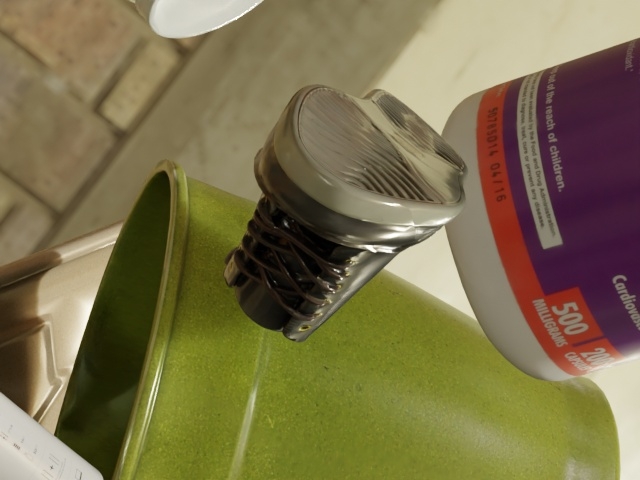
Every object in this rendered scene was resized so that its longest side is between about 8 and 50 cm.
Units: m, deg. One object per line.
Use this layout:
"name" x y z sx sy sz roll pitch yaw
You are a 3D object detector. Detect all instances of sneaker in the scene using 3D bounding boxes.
"sneaker" 0.000 0.000 0.882 0.083 0.118 0.222 42 12 7

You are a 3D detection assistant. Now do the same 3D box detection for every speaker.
"speaker" -0.177 0.109 1.052 0.136 0.055 0.055 45 -6 -35

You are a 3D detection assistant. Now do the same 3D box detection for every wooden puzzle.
"wooden puzzle" -0.217 0.160 1.595 0.080 0.348 0.322 12 20 31

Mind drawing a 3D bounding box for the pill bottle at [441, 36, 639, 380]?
"pill bottle" 0.241 -0.041 1.131 0.181 0.323 0.181 46 34 -46

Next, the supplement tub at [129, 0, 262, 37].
"supplement tub" -0.120 -0.268 1.489 0.200 0.144 0.144 61 6 18

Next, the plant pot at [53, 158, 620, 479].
"plant pot" 0.007 0.168 1.391 0.353 0.366 0.366 16 2 -12
